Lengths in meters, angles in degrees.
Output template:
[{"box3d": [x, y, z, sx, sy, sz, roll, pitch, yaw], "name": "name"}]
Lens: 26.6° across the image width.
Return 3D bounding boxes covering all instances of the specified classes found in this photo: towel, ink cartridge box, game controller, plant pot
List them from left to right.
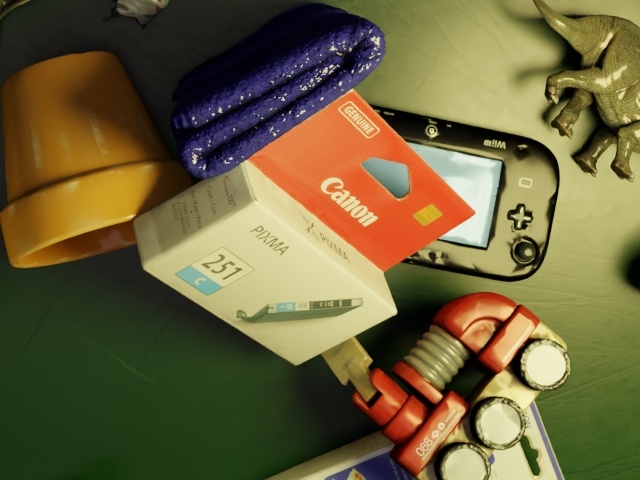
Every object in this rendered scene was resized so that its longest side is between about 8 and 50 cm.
[{"box3d": [-0.249, -0.089, 1.425, 0.205, 0.205, 0.188, -16, 85, -3], "name": "plant pot"}, {"box3d": [-0.058, -0.167, 1.363, 0.228, 0.308, 0.076, -35, 105, 1], "name": "towel"}, {"box3d": [0.000, 0.000, 1.385, 0.261, 0.066, 0.296, -30, 144, 17], "name": "ink cartridge box"}, {"box3d": [0.113, 0.296, 1.586, 0.333, 0.065, 0.165, -21, 101, -1], "name": "ink cartridge box"}, {"box3d": [0.109, -0.057, 1.524, 0.319, 0.067, 0.166, 11, 98, -9], "name": "game controller"}]

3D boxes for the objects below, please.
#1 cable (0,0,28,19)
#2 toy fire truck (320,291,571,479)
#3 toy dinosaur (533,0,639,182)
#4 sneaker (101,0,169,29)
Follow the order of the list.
[{"box3d": [-0.343, -0.266, 1.434, 0.139, 0.072, 0.287, 45, 94, 0], "name": "cable"}, {"box3d": [0.114, 0.132, 1.499, 0.246, 0.158, 0.217, 39, 83, -1], "name": "toy fire truck"}, {"box3d": [0.340, -0.170, 1.523, 0.160, 0.121, 0.313, -44, 97, -10], "name": "toy dinosaur"}, {"box3d": [-0.219, -0.268, 1.465, 0.098, 0.038, 0.069, 39, 93, -10], "name": "sneaker"}]
